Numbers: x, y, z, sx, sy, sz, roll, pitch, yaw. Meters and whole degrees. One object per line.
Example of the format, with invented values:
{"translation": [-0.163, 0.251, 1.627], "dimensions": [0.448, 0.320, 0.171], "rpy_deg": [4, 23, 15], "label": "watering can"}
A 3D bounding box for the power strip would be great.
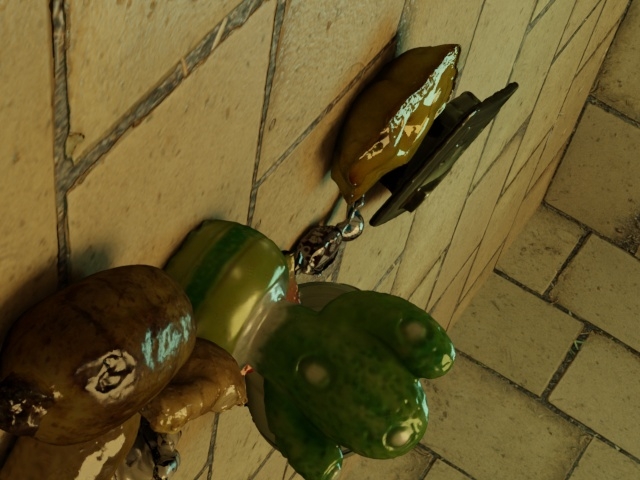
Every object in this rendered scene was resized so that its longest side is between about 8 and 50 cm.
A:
{"translation": [0.178, -0.149, 2.044], "dimensions": [0.251, 0.092, 0.257], "rpy_deg": [-56, 170, 26], "label": "power strip"}

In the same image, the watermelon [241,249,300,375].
{"translation": [-0.100, 0.107, 1.603], "dimensions": [0.145, 0.137, 0.193], "rpy_deg": [-13, 146, -21], "label": "watermelon"}

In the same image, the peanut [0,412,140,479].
{"translation": [-0.249, 0.228, 1.273], "dimensions": [0.236, 0.120, 0.110], "rpy_deg": [-61, -149, -4], "label": "peanut"}

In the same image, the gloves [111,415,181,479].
{"translation": [-0.205, 0.209, 1.389], "dimensions": [0.212, 0.127, 0.111], "rpy_deg": [-60, 176, 21], "label": "gloves"}

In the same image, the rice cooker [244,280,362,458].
{"translation": [0.002, 0.188, 1.853], "dimensions": [0.226, 0.226, 0.244], "rpy_deg": [-52, 161, -28], "label": "rice cooker"}

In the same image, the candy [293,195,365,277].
{"translation": [0.001, 0.000, 1.823], "dimensions": [0.226, 0.051, 0.094], "rpy_deg": [-49, 153, -43], "label": "candy"}

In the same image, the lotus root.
{"translation": [-0.199, 0.102, 1.141], "dimensions": [0.145, 0.128, 0.260], "rpy_deg": [-54, 169, 26], "label": "lotus root"}

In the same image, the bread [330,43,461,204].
{"translation": [0.092, -0.160, 1.727], "dimensions": [0.233, 0.088, 0.161], "rpy_deg": [-52, 160, -17], "label": "bread"}

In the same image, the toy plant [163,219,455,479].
{"translation": [-0.025, 0.126, 1.419], "dimensions": [0.224, 0.315, 0.184], "rpy_deg": [-63, 167, 7], "label": "toy plant"}

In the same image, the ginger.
{"translation": [-0.132, 0.134, 1.287], "dimensions": [0.067, 0.096, 0.165], "rpy_deg": [-46, 167, 21], "label": "ginger"}
